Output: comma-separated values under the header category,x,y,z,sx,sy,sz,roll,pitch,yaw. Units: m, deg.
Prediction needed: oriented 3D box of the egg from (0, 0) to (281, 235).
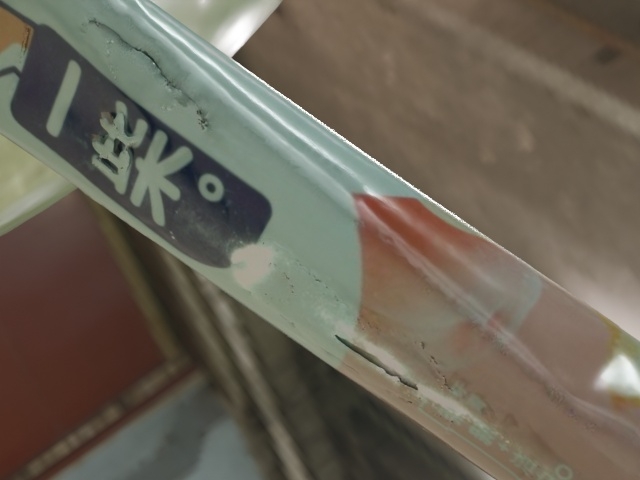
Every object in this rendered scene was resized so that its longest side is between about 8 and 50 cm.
category,x,y,z,sx,sy,sz,roll,pitch,yaw
egg,-0.164,-0.161,0.580,0.345,0.428,0.345,53,-12,16

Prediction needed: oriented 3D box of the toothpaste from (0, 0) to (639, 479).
category,x,y,z,sx,sy,sz,roll,pitch,yaw
toothpaste,0.000,0.000,0.377,0.205,0.036,0.056,35,-49,8
